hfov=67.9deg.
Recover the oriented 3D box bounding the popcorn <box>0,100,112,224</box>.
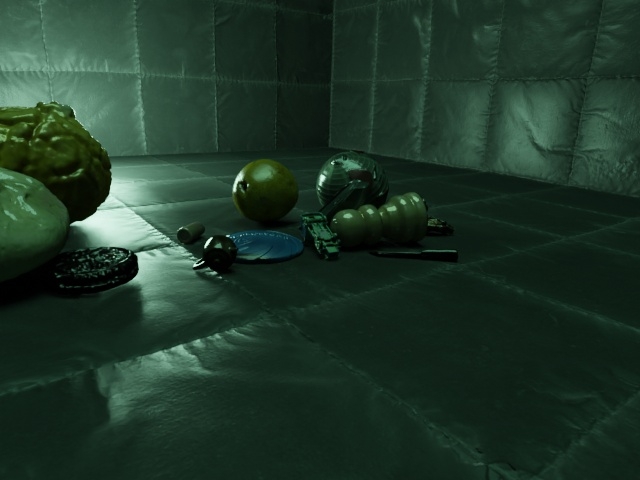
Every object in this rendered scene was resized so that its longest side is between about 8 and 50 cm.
[{"bbox_3d":[-0.799,-0.203,1.352,0.354,0.344,0.390,22,33,11],"label":"popcorn"}]

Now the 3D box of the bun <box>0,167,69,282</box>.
[{"bbox_3d":[-0.700,-0.031,0.956,0.361,0.213,0.361,-10,19,3],"label":"bun"}]

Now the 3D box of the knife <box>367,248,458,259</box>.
[{"bbox_3d":[0.236,0.033,1.229,0.230,0.028,0.060,1,4,8],"label":"knife"}]

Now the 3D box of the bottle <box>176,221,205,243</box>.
[{"bbox_3d":[-0.355,-0.023,1.310,0.045,0.045,0.096,4,15,9],"label":"bottle"}]

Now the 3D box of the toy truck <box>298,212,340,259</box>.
[{"bbox_3d":[0.000,0.000,1.251,0.067,0.081,0.175,-6,37,-22],"label":"toy truck"}]

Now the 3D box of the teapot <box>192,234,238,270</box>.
[{"bbox_3d":[-0.237,0.037,1.078,0.121,0.076,0.068,-24,24,9],"label":"teapot"}]

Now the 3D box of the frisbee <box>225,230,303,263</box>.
[{"bbox_3d":[-0.164,0.004,1.244,0.242,0.045,0.242,0,17,0],"label":"frisbee"}]

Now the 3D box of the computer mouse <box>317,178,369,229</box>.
[{"bbox_3d":[0.059,-0.085,1.375,0.071,0.231,0.126,42,18,-14],"label":"computer mouse"}]

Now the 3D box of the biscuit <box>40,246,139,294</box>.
[{"bbox_3d":[-0.481,0.059,1.001,0.195,0.053,0.194,2,17,0],"label":"biscuit"}]

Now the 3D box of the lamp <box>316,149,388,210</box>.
[{"bbox_3d":[0.099,-0.174,1.525,0.233,0.233,0.265,-2,38,-13],"label":"lamp"}]

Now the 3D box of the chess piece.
[{"bbox_3d":[0.151,-0.050,1.303,0.261,0.142,0.143,-9,19,-17],"label":"chess piece"}]

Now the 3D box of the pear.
[{"bbox_3d":[-0.180,-0.153,1.499,0.209,0.208,0.209,2,17,0],"label":"pear"}]

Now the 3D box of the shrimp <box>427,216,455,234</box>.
[{"bbox_3d":[0.296,-0.047,1.475,0.236,0.053,0.133,2,-4,14],"label":"shrimp"}]
